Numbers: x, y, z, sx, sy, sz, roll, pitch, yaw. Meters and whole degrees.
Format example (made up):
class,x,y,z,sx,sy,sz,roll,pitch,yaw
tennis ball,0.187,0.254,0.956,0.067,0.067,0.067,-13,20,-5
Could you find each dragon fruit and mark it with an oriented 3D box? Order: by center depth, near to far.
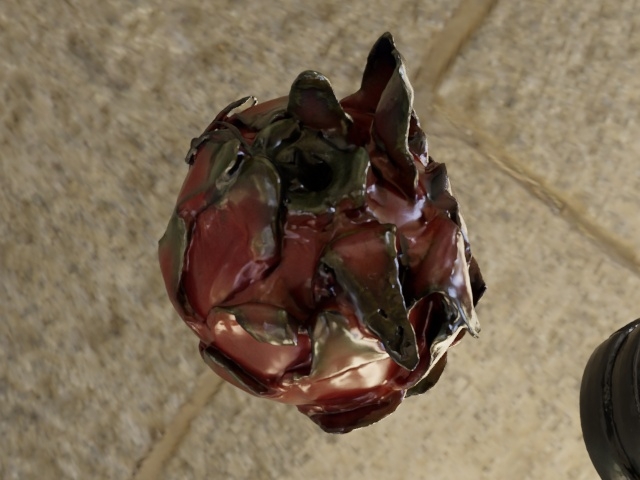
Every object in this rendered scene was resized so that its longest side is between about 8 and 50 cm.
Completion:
class,x,y,z,sx,sy,sz,roll,pitch,yaw
dragon fruit,0.000,0.000,0.784,0.274,0.193,0.192,65,33,-54

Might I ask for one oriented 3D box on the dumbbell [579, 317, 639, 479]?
class,x,y,z,sx,sy,sz,roll,pitch,yaw
dumbbell,0.327,0.089,0.944,0.185,0.388,0.185,10,61,-19
